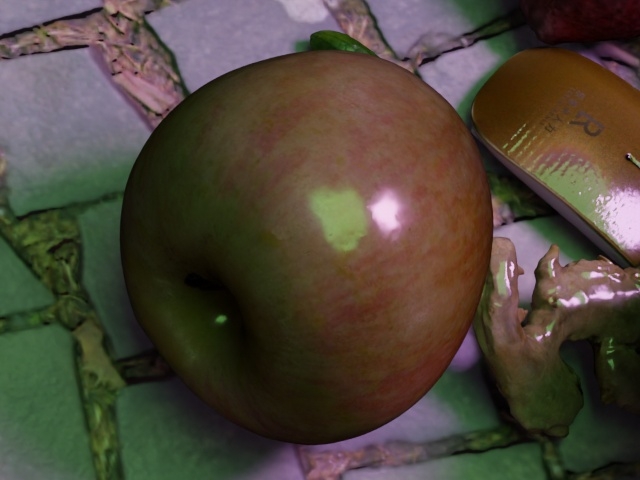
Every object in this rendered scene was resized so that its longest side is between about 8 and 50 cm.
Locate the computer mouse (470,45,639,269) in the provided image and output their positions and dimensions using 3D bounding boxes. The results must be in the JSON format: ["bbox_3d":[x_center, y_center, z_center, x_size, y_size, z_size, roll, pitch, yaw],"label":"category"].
[{"bbox_3d":[0.227,-0.051,1.474,0.245,0.056,0.126,43,62,3],"label":"computer mouse"}]

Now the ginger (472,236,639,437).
[{"bbox_3d":[0.223,0.065,1.398,0.258,0.065,0.149,-4,102,-24],"label":"ginger"}]

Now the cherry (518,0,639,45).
[{"bbox_3d":[0.250,-0.280,1.506,0.230,0.203,0.300,31,77,2],"label":"cherry"}]

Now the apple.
[{"bbox_3d":[0.000,0.000,1.267,0.234,0.257,0.257,-29,77,-40],"label":"apple"}]

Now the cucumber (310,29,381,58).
[{"bbox_3d":[0.054,-0.109,1.457,0.155,0.037,0.037,45,61,6],"label":"cucumber"}]
